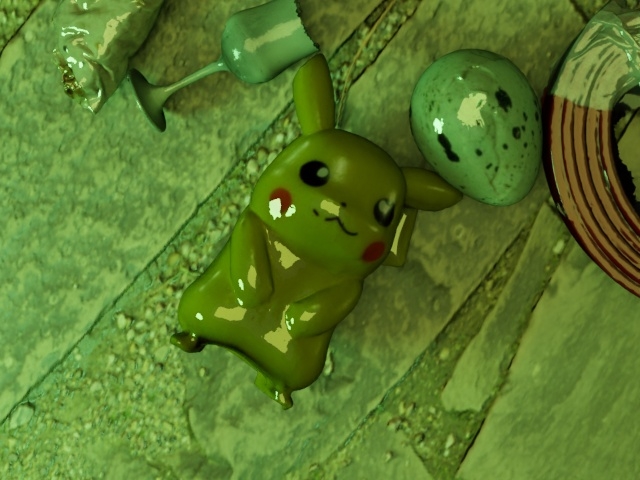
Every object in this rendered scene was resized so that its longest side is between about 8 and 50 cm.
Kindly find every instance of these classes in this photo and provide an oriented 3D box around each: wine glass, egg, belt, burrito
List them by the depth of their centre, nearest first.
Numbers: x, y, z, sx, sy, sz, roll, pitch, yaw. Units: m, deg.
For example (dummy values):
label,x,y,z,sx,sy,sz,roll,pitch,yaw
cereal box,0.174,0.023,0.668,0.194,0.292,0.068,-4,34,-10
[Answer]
label,x,y,z,sx,sy,sz,roll,pitch,yaw
belt,0.335,-0.083,1.051,0.227,0.115,0.324,-28,91,8
egg,0.161,-0.112,1.062,0.131,0.131,0.164,-33,87,10
wine glass,-0.100,-0.189,1.116,0.195,0.079,0.079,-24,93,10
burrito,-0.187,-0.327,1.117,0.117,0.076,0.392,29,97,10

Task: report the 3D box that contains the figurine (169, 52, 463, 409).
label,x,y,z,sx,sy,sz,roll,pitch,yaw
figurine,-0.004,0.006,1.084,0.218,0.169,0.326,31,102,-12
